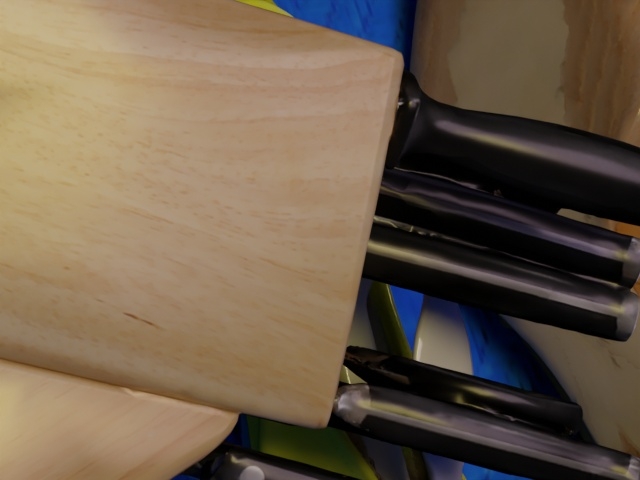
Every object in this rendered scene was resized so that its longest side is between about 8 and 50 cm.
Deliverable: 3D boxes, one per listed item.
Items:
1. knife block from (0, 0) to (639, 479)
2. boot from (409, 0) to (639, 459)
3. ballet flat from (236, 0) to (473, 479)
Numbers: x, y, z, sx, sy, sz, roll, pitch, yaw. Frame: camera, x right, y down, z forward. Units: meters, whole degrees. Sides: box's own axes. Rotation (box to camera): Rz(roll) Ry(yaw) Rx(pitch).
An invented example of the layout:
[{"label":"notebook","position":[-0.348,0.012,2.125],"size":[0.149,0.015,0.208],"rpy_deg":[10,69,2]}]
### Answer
[{"label":"knife block","position":[-0.037,-0.026,0.486],"size":[0.242,0.088,0.275],"rpy_deg":[-33,98,-16]},{"label":"boot","position":[0.142,0.011,0.715],"size":[0.211,0.104,0.295],"rpy_deg":[10,65,-50]},{"label":"ballet flat","position":[0.000,0.000,0.586],"size":[0.077,0.077,0.231],"rpy_deg":[-7,79,-52]}]
